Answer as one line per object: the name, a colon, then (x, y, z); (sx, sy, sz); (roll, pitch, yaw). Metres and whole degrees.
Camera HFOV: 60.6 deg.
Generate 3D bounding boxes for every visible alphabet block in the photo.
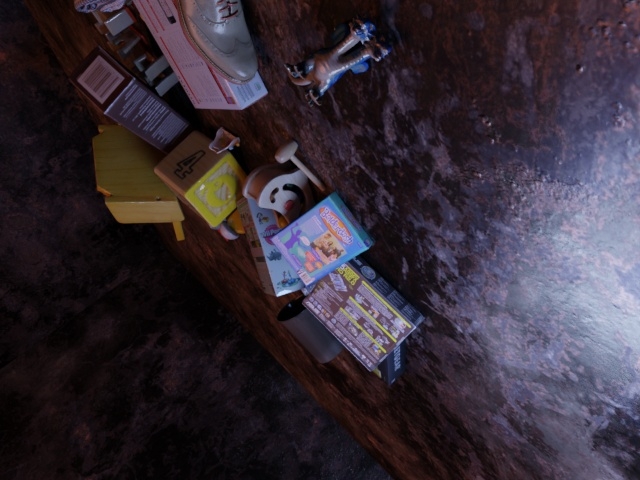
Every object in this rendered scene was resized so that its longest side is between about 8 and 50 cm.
alphabet block: (-0.363, -0.194, 1.721); (0.197, 0.193, 0.192); (36, 169, 35)

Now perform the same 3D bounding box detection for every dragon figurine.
dragon figurine: (0.023, -0.299, 0.910); (0.085, 0.144, 0.289); (55, 179, -16)

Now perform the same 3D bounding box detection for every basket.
basket: (-0.026, 0.327, 2.017); (0.227, 0.154, 0.204); (52, 155, -14)

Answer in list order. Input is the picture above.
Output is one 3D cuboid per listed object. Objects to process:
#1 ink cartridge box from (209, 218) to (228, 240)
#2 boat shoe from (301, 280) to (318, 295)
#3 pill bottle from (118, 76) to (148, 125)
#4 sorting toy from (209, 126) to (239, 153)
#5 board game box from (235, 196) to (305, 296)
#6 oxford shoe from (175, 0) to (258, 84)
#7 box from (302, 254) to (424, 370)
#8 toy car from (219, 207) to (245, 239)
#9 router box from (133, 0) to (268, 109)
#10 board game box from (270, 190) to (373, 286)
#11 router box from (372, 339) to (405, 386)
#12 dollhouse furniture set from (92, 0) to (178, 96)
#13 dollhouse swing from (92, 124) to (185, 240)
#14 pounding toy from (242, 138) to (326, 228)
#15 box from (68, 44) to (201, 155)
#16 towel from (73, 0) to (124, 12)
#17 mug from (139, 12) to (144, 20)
ink cartridge box: (-0.525, -0.158, 2.324); (0.308, 0.091, 0.385); (46, 158, 14)
boat shoe: (-0.101, 0.095, 1.832); (0.320, 0.103, 0.118); (26, 149, 49)
pill bottle: (-0.660, -0.446, 2.007); (0.160, 0.160, 0.283); (43, 158, 22)
sorting toy: (-0.287, -0.285, 1.612); (0.083, 0.075, 0.044); (37, 155, 35)
board game box: (-0.153, 0.005, 1.636); (0.224, 0.098, 0.303); (174, 78, -73)
oxford shoe: (-0.212, -0.470, 1.076); (0.130, 0.123, 0.348); (10, 138, 49)
box: (0.105, 0.183, 1.444); (0.270, 0.060, 0.216); (43, 126, 12)
toy car: (-0.288, -0.104, 1.872); (0.182, 0.159, 0.136); (49, -164, 5)
router box: (-0.296, -0.477, 1.291); (0.301, 0.082, 0.335); (22, 145, 54)
board game box: (0.000, 0.000, 1.361); (0.210, 0.047, 0.160); (-33, 96, 30)
router box: (0.143, 0.281, 1.663); (0.243, 0.081, 0.308); (38, 156, 31)
dollhouse furniture set: (-0.525, -0.592, 1.576); (0.262, 0.135, 0.259); (43, 170, 20)
dollhouse swing: (-0.637, -0.179, 1.951); (0.305, 0.315, 0.346); (120, 139, -49)
pounding toy: (-0.085, -0.107, 1.376); (0.155, 0.154, 0.269); (34, 154, 39)
box: (-0.551, -0.407, 1.682); (0.191, 0.143, 0.381); (42, 180, 20)
towel: (-0.520, -0.665, 1.263); (0.284, 0.121, 0.234); (19, 117, 57)
mug: (-0.420, -0.576, 1.417); (0.064, 0.062, 0.078); (52, -175, 25)
